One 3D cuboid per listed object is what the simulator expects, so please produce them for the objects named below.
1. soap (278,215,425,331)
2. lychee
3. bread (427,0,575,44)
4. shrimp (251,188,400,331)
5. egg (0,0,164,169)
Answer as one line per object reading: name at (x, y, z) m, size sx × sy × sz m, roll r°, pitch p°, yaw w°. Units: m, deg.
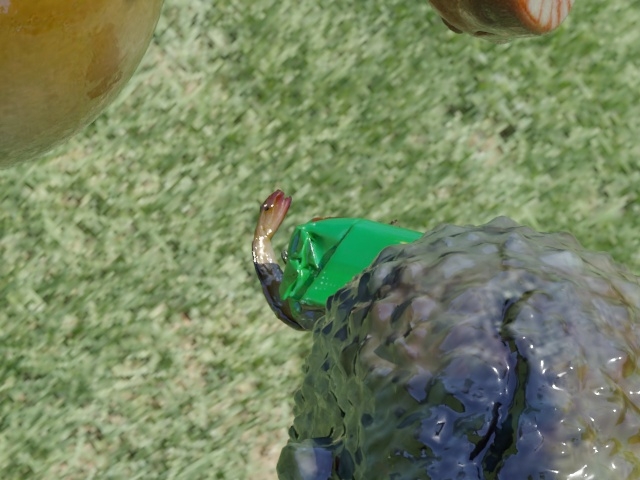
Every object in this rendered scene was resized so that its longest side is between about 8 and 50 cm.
soap at (0.089, 0.064, 1.193) m, size 0.273 × 0.218 × 0.098 m, roll 32°, pitch 71°, yaw -62°
lychee at (0.106, 0.113, 0.747) m, size 0.274 × 0.255 × 0.255 m, roll 2°, pitch 64°, yaw -17°
bread at (0.189, -0.366, 1.423) m, size 0.295 × 0.114 × 0.327 m, roll 1°, pitch 97°, yaw -63°
shrimp at (-0.001, 0.000, 1.269) m, size 0.178 × 0.034 × 0.124 m, roll -42°, pitch 105°, yaw -37°
egg at (-0.241, -0.186, 0.928) m, size 0.283 × 0.351 × 0.282 m, roll 3°, pitch 79°, yaw -19°
